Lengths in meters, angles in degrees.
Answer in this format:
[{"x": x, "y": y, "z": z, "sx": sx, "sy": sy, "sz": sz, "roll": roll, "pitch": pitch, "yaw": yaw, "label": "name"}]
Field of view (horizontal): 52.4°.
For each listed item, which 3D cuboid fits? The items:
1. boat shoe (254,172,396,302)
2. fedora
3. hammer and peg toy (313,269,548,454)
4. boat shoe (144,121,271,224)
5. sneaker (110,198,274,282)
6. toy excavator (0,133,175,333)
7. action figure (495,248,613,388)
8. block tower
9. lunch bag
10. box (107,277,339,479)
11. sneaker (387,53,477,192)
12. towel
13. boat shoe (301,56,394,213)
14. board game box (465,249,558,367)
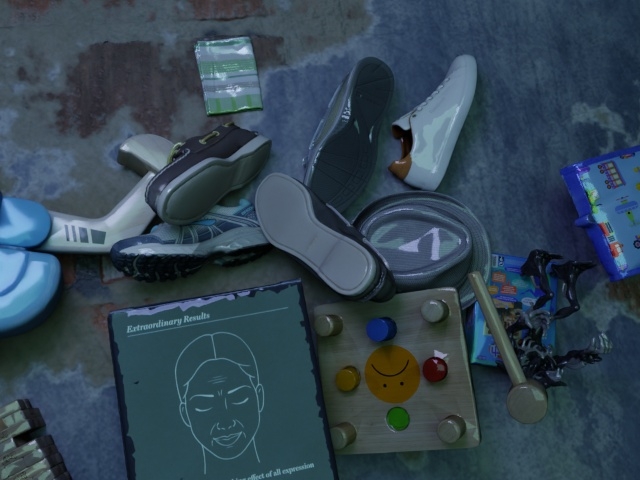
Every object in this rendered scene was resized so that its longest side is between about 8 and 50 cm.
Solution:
[{"x": 0.000, "y": 0.000, "z": 1.084, "sx": 0.112, "sy": 0.095, "sz": 0.335, "roll": -52, "pitch": 47, "yaw": 6, "label": "boat shoe"}, {"x": 0.173, "y": 0.014, "z": 1.147, "sx": 0.276, "sy": 0.124, "sz": 0.243, "roll": 3, "pitch": 77, "yaw": 5, "label": "fedora"}, {"x": 0.169, "y": 0.201, "z": 1.052, "sx": 0.362, "sy": 0.127, "sz": 0.265, "roll": -11, "pitch": 80, "yaw": 21, "label": "hammer and peg toy"}, {"x": -0.197, "y": -0.123, "z": 1.091, "sx": 0.097, "sy": 0.116, "sz": 0.324, "roll": 31, "pitch": 33, "yaw": 10, "label": "boat shoe"}, {"x": -0.226, "y": -0.009, "z": 1.122, "sx": 0.283, "sy": 0.110, "sz": 0.122, "roll": -8, "pitch": 66, "yaw": -33, "label": "sneaker"}, {"x": -0.463, "y": 0.011, "z": 1.070, "sx": 0.446, "sy": 0.222, "sz": 0.432, "roll": 9, "pitch": 75, "yaw": -20, "label": "toy excavator"}, {"x": 0.394, "y": 0.155, "z": 1.113, "sx": 0.164, "sy": 0.141, "sz": 0.275, "roll": 18, "pitch": 74, "yaw": -16, "label": "action figure"}, {"x": -0.431, "y": 0.418, "z": 1.016, "sx": 0.097, "sy": 0.091, "sz": 0.335, "roll": -26, "pitch": 82, "yaw": -12, "label": "block tower"}, {"x": 0.579, "y": -0.057, "z": 1.193, "sx": 0.293, "sy": 0.138, "sz": 0.220, "roll": -13, "pitch": 79, "yaw": -30, "label": "lunch bag"}, {"x": -0.145, "y": 0.287, "z": 1.021, "sx": 0.294, "sy": 0.212, "sz": 0.395, "roll": -9, "pitch": 79, "yaw": -9, "label": "box"}, {"x": 0.211, "y": -0.244, "z": 1.244, "sx": 0.123, "sy": 0.106, "sz": 0.290, "roll": 22, "pitch": 77, "yaw": -5, "label": "sneaker"}, {"x": -0.176, "y": -0.319, "z": 1.253, "sx": 0.113, "sy": 0.023, "sz": 0.151, "roll": -10, "pitch": 79, "yaw": -9, "label": "towel"}, {"x": 0.042, "y": -0.190, "z": 1.224, "sx": 0.118, "sy": 0.103, "sz": 0.320, "roll": 22, "pitch": 80, "yaw": -22, "label": "boat shoe"}, {"x": 0.354, "y": 0.134, "z": 1.207, "sx": 0.160, "sy": 0.047, "sz": 0.210, "roll": 10, "pitch": 76, "yaw": -6, "label": "board game box"}]
